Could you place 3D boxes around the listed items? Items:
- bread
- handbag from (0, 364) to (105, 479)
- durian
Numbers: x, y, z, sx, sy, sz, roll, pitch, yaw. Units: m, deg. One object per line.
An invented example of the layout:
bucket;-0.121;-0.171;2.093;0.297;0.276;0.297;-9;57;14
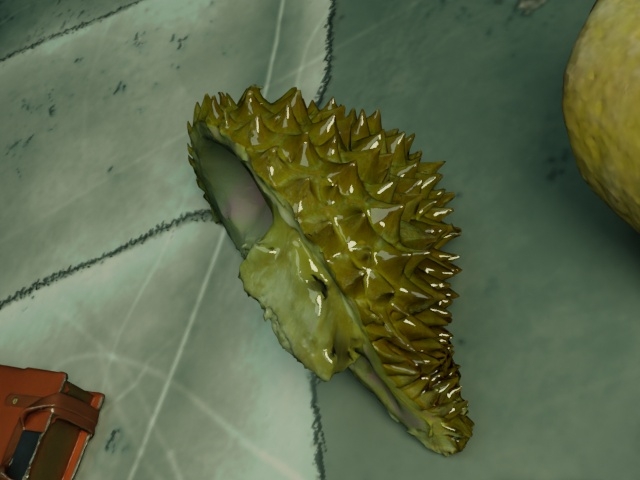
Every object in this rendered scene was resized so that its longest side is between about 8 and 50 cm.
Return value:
bread;0.240;-0.071;0.515;0.197;0.197;0.170;-45;43;-3
handbag;-0.260;0.158;0.730;0.190;0.063;0.127;-1;60;33
durian;0.000;0.000;0.628;0.306;0.172;0.166;48;114;32
